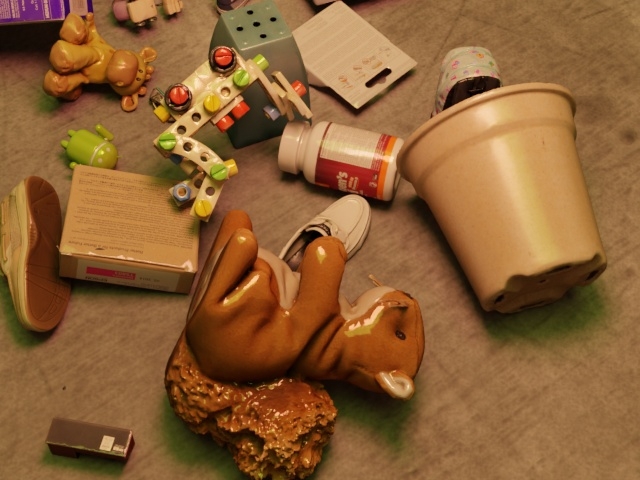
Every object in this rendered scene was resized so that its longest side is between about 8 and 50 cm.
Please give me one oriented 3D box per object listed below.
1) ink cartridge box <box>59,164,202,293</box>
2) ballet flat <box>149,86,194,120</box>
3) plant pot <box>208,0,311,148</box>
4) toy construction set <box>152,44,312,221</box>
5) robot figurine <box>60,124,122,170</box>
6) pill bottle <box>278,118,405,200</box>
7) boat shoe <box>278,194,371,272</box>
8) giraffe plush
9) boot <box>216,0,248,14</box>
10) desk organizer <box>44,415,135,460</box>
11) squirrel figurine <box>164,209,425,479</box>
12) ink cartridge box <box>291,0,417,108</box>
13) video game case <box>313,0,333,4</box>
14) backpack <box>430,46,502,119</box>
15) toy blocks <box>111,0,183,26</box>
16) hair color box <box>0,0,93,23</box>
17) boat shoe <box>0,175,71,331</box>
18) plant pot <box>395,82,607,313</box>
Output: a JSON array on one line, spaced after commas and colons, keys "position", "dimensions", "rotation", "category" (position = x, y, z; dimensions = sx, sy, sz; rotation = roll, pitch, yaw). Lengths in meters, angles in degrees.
[{"position": [-0.331, -0.019, 1.840], "dimensions": [0.234, 0.088, 0.193], "rotation": [9, 56, -11], "category": "ink cartridge box"}, {"position": [-0.298, -0.258, 2.064], "dimensions": [0.114, 0.041, 0.041], "rotation": [40, 63, 22], "category": "ballet flat"}, {"position": [-0.120, -0.331, 1.996], "dimensions": [0.165, 0.234, 0.166], "rotation": [-19, 58, -14], "category": "plant pot"}, {"position": [-0.161, -0.207, 1.823], "dimensions": [0.327, 0.151, 0.215], "rotation": [-43, 94, -22], "category": "toy construction set"}, {"position": [-0.432, -0.167, 1.973], "dimensions": [0.115, 0.067, 0.101], "rotation": [29, 77, 15], "category": "robot figurine"}, {"position": [0.040, -0.155, 1.949], "dimensions": [0.221, 0.121, 0.121], "rotation": [14, 56, 9], "category": "pill bottle"}, {"position": [0.000, 0.000, 1.863], "dimensions": [0.096, 0.088, 0.267], "rotation": [37, 62, 21], "category": "boat shoe"}, {"position": [-0.423, -0.341, 2.059], "dimensions": [0.170, 0.181, 0.210], "rotation": [22, 22, 0], "category": "giraffe plush"}, {"position": [-0.164, -0.570, 2.246], "dimensions": [0.069, 0.086, 0.190], "rotation": [20, 58, 12], "category": "boot"}, {"position": [-0.363, 0.320, 1.655], "dimensions": [0.130, 0.050, 0.047], "rotation": [9, 56, 4], "category": "desk organizer"}, {"position": [-0.035, 0.184, 1.663], "dimensions": [0.370, 0.281, 0.397], "rotation": [23, 88, -10], "category": "squirrel figurine"}, {"position": [0.050, -0.371, 2.145], "dimensions": [0.189, 0.066, 0.232], "rotation": [-39, 74, -25], "category": "ink cartridge box"}, {"position": [0.084, -0.644, 2.303], "dimensions": [0.329, 0.036, 0.300], "rotation": [-18, 47, -14], "category": "video game case"}, {"position": [0.282, -0.281, 2.009], "dimensions": [0.152, 0.182, 0.115], "rotation": [-9, 57, -7], "category": "backpack"}, {"position": [-0.391, -0.650, 2.247], "dimensions": [0.288, 0.309, 0.260], "rotation": [-29, 28, -33], "category": "toy blocks"}, {"position": [-0.645, -0.479, 2.074], "dimensions": [0.338, 0.110, 0.185], "rotation": [-4, 12, 7], "category": "hair color box"}, {"position": [-0.512, 0.032, 1.827], "dimensions": [0.098, 0.109, 0.302], "rotation": [-26, 58, 24], "category": "boat shoe"}, {"position": [0.333, -0.053, 1.800], "dimensions": [0.334, 0.334, 0.305], "rotation": [-13, 68, -11], "category": "plant pot"}]
